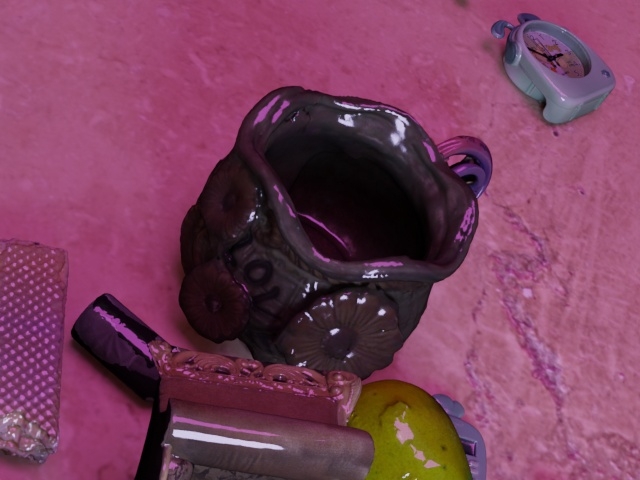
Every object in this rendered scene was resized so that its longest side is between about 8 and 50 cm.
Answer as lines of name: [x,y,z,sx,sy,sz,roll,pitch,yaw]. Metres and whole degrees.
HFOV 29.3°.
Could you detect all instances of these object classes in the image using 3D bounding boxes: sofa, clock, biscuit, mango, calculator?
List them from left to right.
biscuit: [-0.299,0.101,1.158,0.108,0.062,0.239,10,48,-19]
sofa: [-0.079,0.231,1.034,0.200,0.258,0.182,11,35,-22]
mango: [0.089,0.217,1.233,0.119,0.100,0.178,-34,67,-11]
calculator: [0.134,0.233,1.311,0.095,0.021,0.153,18,47,-15]
clock: [0.340,-0.265,1.825,0.148,0.060,0.188,-22,65,-39]

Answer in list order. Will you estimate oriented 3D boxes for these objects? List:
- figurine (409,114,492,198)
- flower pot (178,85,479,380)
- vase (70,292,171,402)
figurine: [0.127,-0.093,1.541,0.157,0.114,0.126,24,0,30]
flower pot: [0.000,0.000,1.301,0.302,0.213,0.302,16,46,-17]
vase: [-0.150,0.139,1.207,0.211,0.060,0.060,39,45,8]
